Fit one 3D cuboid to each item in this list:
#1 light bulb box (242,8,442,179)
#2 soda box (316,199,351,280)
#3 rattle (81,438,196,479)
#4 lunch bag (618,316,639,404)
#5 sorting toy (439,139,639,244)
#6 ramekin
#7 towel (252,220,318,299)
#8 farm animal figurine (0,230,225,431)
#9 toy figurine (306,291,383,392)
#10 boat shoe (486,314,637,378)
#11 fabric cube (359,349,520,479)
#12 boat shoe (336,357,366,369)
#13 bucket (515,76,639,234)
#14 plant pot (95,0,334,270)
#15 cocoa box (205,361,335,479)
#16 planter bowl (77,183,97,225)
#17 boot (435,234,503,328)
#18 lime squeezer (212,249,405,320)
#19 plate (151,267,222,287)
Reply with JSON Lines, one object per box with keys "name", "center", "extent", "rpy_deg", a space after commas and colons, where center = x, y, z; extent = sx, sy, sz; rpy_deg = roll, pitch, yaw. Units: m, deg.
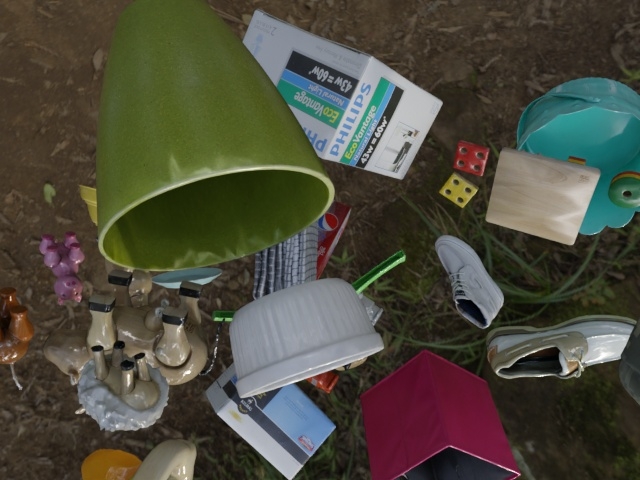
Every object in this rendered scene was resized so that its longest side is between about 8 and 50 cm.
{"name": "light bulb box", "center": [0.032, -0.335, 1.246], "extent": [0.361, 0.358, 0.225], "rpy_deg": [3, 117, -55]}
{"name": "soda box", "center": [0.000, 0.000, 1.559], "extent": [0.092, 0.263, 0.083], "rpy_deg": [23, 149, 9]}
{"name": "rattle", "center": [-0.206, 0.251, 0.487], "extent": [0.143, 0.200, 0.130], "rpy_deg": [28, 101, 9]}
{"name": "lunch bag", "center": [0.382, 0.069, 0.314], "extent": [0.213, 0.256, 0.305], "rpy_deg": [15, 110, -12]}
{"name": "sorting toy", "center": [0.319, -0.076, 0.780], "extent": [0.046, 0.275, 0.132], "rpy_deg": [-51, 150, -40]}
{"name": "ramekin", "center": [-0.027, 0.131, 0.720], "extent": [0.207, 0.109, 0.207], "rpy_deg": [-18, 165, -5]}
{"name": "towel", "center": [-0.077, 0.012, 1.255], "extent": [0.121, 0.235, 0.283], "rpy_deg": [1, 91, 8]}
{"name": "farm animal figurine", "center": [-0.296, 0.122, 0.753], "extent": [0.327, 0.330, 0.172], "rpy_deg": [18, 117, 14]}
{"name": "toy figurine", "center": [0.020, 0.198, 1.144], "extent": [0.148, 0.213, 0.209], "rpy_deg": [32, 109, 14]}
{"name": "boat shoe", "center": [0.501, 0.231, 1.072], "extent": [0.302, 0.103, 0.113], "rpy_deg": [-12, 118, 20]}
{"name": "fabric cube", "center": [0.281, 0.479, 1.300], "extent": [0.254, 0.258, 0.259], "rpy_deg": [29, 122, -27]}
{"name": "boat shoe", "center": [0.053, 0.273, 1.403], "extent": [0.103, 0.092, 0.285], "rpy_deg": [-26, 148, 5]}
{"name": "bucket", "center": [0.518, -0.173, 1.032], "extent": [0.281, 0.183, 0.281], "rpy_deg": [14, 133, 15]}
{"name": "plant pot", "center": [-0.157, -0.148, 0.656], "extent": [0.275, 0.293, 0.275], "rpy_deg": [-17, 163, -5]}
{"name": "cocoa box", "center": [-0.167, 0.556, 1.729], "extent": [0.228, 0.231, 0.347], "rpy_deg": [-46, 107, -14]}
{"name": "planter bowl", "center": [-0.498, -0.070, 1.296], "extent": [0.217, 0.217, 0.090], "rpy_deg": [14, 90, -24]}
{"name": "boot", "center": [0.386, 0.111, 1.397], "extent": [0.258, 0.123, 0.095], "rpy_deg": [48, 137, -3]}
{"name": "lime squeezer", "center": [-0.010, 0.102, 0.840], "extent": [0.311, 0.058, 0.110], "rpy_deg": [-17, 161, -5]}
{"name": "plate", "center": [-0.355, 0.102, 1.396], "extent": [0.188, 0.188, 0.024], "rpy_deg": [-7, 98, -14]}
